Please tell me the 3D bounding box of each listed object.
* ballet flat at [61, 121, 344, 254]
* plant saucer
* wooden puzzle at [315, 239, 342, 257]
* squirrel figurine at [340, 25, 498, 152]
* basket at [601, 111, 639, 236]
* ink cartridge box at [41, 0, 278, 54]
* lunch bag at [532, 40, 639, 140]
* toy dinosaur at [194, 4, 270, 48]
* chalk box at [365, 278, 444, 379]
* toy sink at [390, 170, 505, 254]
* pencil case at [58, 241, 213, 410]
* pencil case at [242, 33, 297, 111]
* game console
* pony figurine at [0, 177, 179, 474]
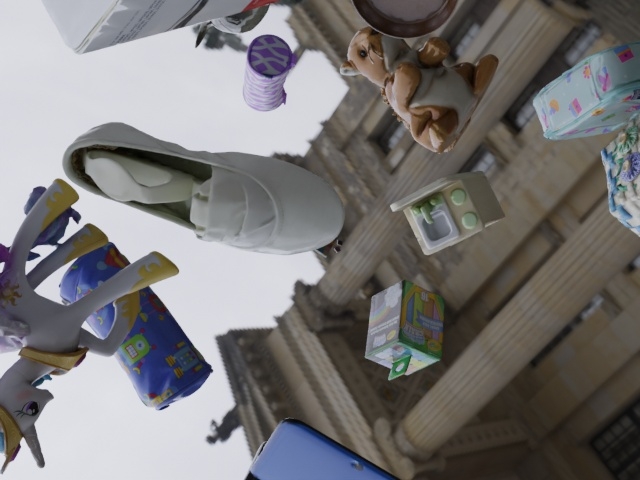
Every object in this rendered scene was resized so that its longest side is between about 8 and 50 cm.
[{"bbox_3d":[-0.169,-0.060,1.159,0.400,0.139,0.139,18,-154,19],"label":"ballet flat"},{"bbox_3d":[0.126,-0.384,1.317,0.168,0.168,0.029,30,-137,-10],"label":"plant saucer"},{"bbox_3d":[0.000,0.000,1.604,0.083,0.006,0.049,34,-126,-7],"label":"wooden puzzle"},{"bbox_3d":[0.239,-0.417,2.385,0.370,0.281,0.397,33,173,10],"label":"squirrel figurine"},{"bbox_3d":[0.666,-0.142,1.599,0.201,0.289,0.255,36,-139,-27],"label":"basket"},{"bbox_3d":[-0.156,-0.320,0.868,0.273,0.114,0.197,-29,-90,-39],"label":"ink cartridge box"},{"bbox_3d":[0.567,-0.286,1.691,0.224,0.279,0.108,-9,-101,-23],"label":"lunch bag"},{"bbox_3d":[-0.116,-0.350,1.168,0.160,0.313,0.121,41,-141,8],"label":"toy dinosaur"},{"bbox_3d":[0.197,0.225,2.053,0.132,0.132,0.213,25,-125,-26],"label":"chalk box"},{"bbox_3d":[0.283,-0.058,1.927,0.234,0.152,0.131,-12,-105,-61],"label":"toy sink"},{"bbox_3d":[-0.319,0.147,1.489,0.306,0.133,0.119,50,-177,5],"label":"pencil case"},{"bbox_3d":[-0.094,-0.298,1.586,0.088,0.206,0.086,4,-99,-8],"label":"pencil case"},{"bbox_3d":[0.052,0.357,1.294,0.293,0.173,0.250,31,-170,2],"label":"game console"},{"bbox_3d":[-0.435,0.095,1.237,0.351,0.303,0.363,38,-116,-3],"label":"pony figurine"}]
